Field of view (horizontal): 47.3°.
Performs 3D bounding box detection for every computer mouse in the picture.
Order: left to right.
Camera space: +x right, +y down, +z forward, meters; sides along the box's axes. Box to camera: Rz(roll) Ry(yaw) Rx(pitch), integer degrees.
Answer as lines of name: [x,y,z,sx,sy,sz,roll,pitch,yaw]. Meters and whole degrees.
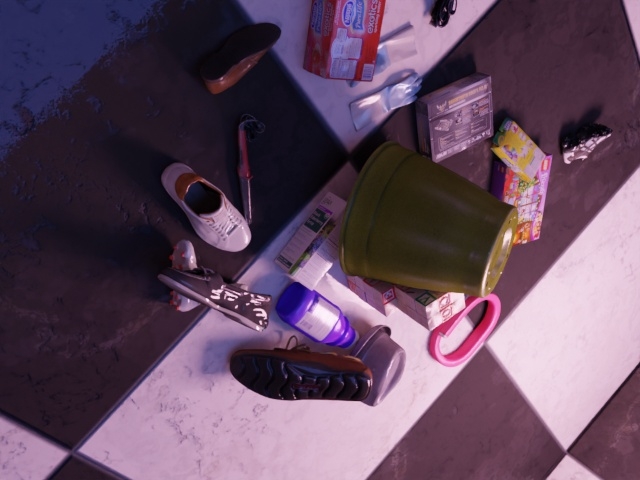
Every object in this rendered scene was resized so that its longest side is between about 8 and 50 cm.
computer mouse: [0.253,-0.647,1.761,0.272,0.072,0.188,14,102,-52]

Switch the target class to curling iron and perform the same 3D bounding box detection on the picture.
curling iron: [-0.166,-0.163,1.716,0.068,0.035,0.273,-12,119,-31]

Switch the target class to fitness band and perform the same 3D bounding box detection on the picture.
fitness band: [0.479,0.288,2.404,0.291,0.054,0.209,-49,132,-4]

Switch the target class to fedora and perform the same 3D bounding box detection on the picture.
fedora: [0.157,0.383,2.121,0.275,0.124,0.244,-62,155,9]

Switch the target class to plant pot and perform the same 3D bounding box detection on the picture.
plant pot: [0.287,-0.025,1.820,0.366,0.353,0.366,-48,149,-42]

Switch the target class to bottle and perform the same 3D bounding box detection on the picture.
bottle: [0.002,0.218,1.994,0.283,0.092,0.118,38,84,-42]

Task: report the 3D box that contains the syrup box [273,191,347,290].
syrup box: [0.000,0.000,1.882,0.237,0.093,0.096,-53,131,-2]

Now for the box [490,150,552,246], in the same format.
box: [0.618,-0.123,2.293,0.201,0.057,0.293,-16,121,-30]

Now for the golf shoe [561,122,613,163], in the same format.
golf shoe: [0.858,-0.315,2.370,0.198,0.077,0.093,-22,135,-18]

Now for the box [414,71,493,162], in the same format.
box: [0.369,-0.336,2.005,0.231,0.056,0.183,-28,125,-23]

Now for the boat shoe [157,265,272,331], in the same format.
boat shoe: [-0.235,0.113,1.687,0.335,0.112,0.095,36,73,-46]

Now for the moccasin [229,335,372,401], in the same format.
moccasin: [-0.052,0.342,1.954,0.380,0.147,0.139,2,107,-9]

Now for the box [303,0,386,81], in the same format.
box: [0.056,-0.497,1.645,0.128,0.123,0.256,-3,114,-28]

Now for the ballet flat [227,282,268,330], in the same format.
ballet flat: [-0.197,0.151,1.840,0.074,0.074,0.203,-49,125,-6]

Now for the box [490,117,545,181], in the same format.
box: [0.576,-0.268,2.155,0.179,0.043,0.105,42,69,-22]

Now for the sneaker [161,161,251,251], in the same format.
sneaker: [-0.242,-0.052,1.662,0.106,0.123,0.290,-50,133,-7]

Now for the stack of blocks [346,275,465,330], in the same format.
stack of blocks: [0.223,0.125,1.971,0.171,0.297,0.087,-30,128,-22]

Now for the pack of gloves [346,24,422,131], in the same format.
pack of gloves: [0.170,-0.402,1.834,0.232,0.046,0.195,-31,126,-20]

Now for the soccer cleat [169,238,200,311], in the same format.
soccer cleat: [-0.311,0.079,1.719,0.076,0.068,0.196,-15,128,-36]

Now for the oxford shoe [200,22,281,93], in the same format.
oxford shoe: [-0.171,-0.397,1.587,0.212,0.076,0.076,-41,160,-16]
